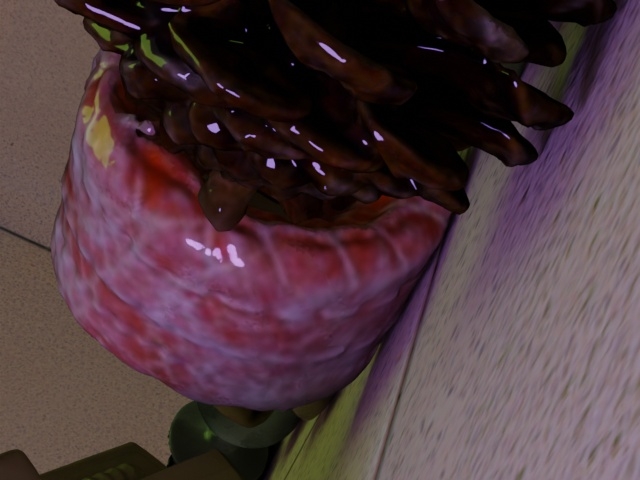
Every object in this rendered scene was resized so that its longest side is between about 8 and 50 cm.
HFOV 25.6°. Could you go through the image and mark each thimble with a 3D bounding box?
[{"bbox_3d":[-0.043,-0.031,0.861,0.162,0.239,0.239,119,176,-49],"label":"thimble"}]

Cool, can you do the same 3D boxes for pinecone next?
[{"bbox_3d":[0.024,-0.138,0.591,0.309,0.244,0.244,-54,3,7],"label":"pinecone"}]

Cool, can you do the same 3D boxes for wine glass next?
[{"bbox_3d":[-0.058,0.130,1.266,0.231,0.103,0.103,-60,5,48],"label":"wine glass"}]

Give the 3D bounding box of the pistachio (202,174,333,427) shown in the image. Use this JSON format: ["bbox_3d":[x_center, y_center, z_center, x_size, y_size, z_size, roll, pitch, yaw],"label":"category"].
[{"bbox_3d":[-0.058,-0.015,1.085,0.214,0.193,0.318,-15,-84,-60],"label":"pistachio"}]

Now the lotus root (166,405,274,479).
[{"bbox_3d":[-0.098,0.251,1.393,0.167,0.078,0.329,83,-159,-46],"label":"lotus root"}]

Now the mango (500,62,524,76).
[{"bbox_3d":[0.033,-0.162,0.773,0.137,0.237,0.091,-57,30,13],"label":"mango"}]

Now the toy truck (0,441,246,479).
[{"bbox_3d":[-0.219,0.243,0.823,0.405,0.180,0.254,-9,-43,-45],"label":"toy truck"}]
